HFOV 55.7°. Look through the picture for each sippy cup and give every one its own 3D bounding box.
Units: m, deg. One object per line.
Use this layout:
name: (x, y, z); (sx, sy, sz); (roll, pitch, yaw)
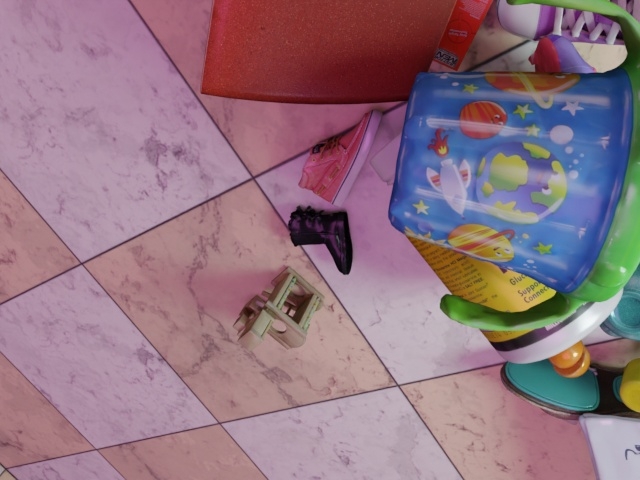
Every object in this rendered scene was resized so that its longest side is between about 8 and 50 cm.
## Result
sippy cup: (0.190, -0.071, 0.614); (0.224, 0.305, 0.240); (10, 166, 9)

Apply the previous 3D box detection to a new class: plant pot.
plant pot: (0.027, -0.303, 0.680); (0.236, 0.267, 0.267); (15, 129, -6)

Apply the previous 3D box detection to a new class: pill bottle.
pill bottle: (0.222, -0.019, 0.808); (0.334, 0.188, 0.188); (51, 127, 0)

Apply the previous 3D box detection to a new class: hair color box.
hair color box: (0.182, -0.285, 0.731); (0.043, 0.072, 0.141); (25, 128, 3)

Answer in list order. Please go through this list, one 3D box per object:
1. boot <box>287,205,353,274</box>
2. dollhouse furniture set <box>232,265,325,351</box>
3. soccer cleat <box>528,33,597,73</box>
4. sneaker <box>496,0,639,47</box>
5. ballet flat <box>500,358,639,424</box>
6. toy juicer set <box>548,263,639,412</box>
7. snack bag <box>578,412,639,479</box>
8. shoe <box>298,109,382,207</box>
boot: (0.000, 0.001, 1.021); (0.099, 0.045, 0.121); (1, 116, 19)
dollhouse furniture set: (-0.095, 0.169, 1.088); (0.101, 0.182, 0.161); (41, 128, -9)
soccer cleat: (0.322, -0.157, 0.733); (0.095, 0.083, 0.248); (-25, 133, 14)
sneaker: (0.328, -0.246, 0.645); (0.282, 0.161, 0.102); (5, 126, 20)
ballet flat: (0.455, 0.263, 0.989); (0.316, 0.107, 0.106); (6, 138, 19)
toy juicer set: (0.428, 0.077, 0.892); (0.209, 0.089, 0.329); (17, 119, 36)
snack bag: (0.569, 0.389, 0.878); (0.343, 0.037, 0.323); (-3, 118, 39)
shoe: (0.026, -0.130, 0.906); (0.081, 0.063, 0.178); (24, 133, -2)
